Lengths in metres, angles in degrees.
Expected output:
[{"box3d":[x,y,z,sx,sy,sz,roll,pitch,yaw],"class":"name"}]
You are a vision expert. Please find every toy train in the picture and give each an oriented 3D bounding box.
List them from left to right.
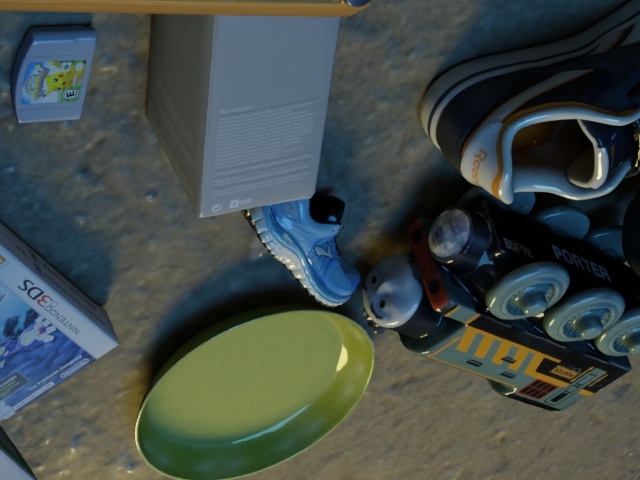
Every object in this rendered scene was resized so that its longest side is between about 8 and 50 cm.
[{"box3d":[0.189,0.060,1.569,0.190,0.142,0.334,-39,142,28],"class":"toy train"}]

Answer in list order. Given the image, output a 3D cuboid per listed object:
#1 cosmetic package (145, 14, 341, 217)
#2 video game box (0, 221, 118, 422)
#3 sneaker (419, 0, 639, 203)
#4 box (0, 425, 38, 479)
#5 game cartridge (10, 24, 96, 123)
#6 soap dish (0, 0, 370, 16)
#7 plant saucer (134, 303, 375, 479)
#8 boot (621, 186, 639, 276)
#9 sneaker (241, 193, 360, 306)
[{"box3d":[-0.056,-0.145,1.176,0.107,0.127,0.238,-10,140,-22],"class":"cosmetic package"},{"box3d":[-0.296,0.086,1.353,0.205,0.048,0.187,-34,140,6],"class":"video game box"},{"box3d":[0.254,-0.116,1.409,0.321,0.127,0.126,-22,141,-12],"class":"sneaker"},{"box3d":[-0.348,0.176,1.189,0.231,0.126,0.262,-37,164,-11],"class":"box"},{"box3d":[-0.196,-0.119,1.207,0.056,0.017,0.083,-4,136,-24],"class":"game cartridge"},{"box3d":[-0.089,-0.234,0.934,0.291,0.118,0.228,-3,111,-27],"class":"soap dish"},{"box3d":[-0.065,0.137,1.566,0.241,0.037,0.241,-17,141,-14],"class":"plant saucer"},{"box3d":[0.452,0.003,1.647,0.348,0.131,0.260,-27,143,-12],"class":"boot"},{"box3d":[0.000,0.000,1.430,0.073,0.063,0.162,-37,142,5],"class":"sneaker"}]
